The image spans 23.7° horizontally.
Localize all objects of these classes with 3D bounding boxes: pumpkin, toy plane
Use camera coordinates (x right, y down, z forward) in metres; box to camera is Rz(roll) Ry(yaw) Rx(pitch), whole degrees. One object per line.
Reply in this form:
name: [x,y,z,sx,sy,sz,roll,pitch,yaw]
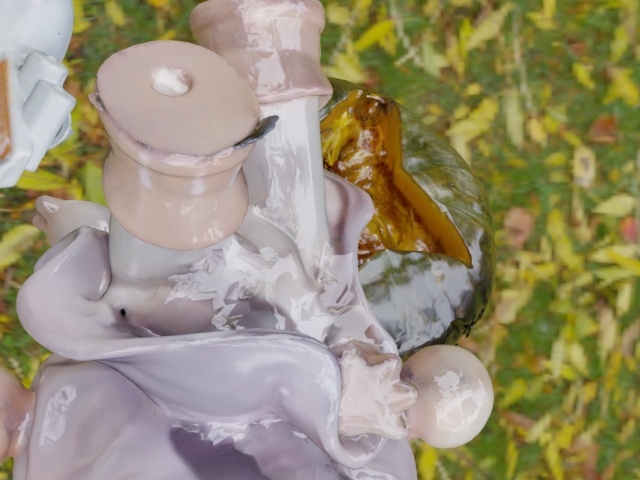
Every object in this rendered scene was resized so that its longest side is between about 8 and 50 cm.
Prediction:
pumpkin: [0.000,0.000,1.338,0.320,0.192,0.320,6,59,-9]
toy plane: [-0.268,-0.104,1.096,0.117,0.245,0.244,25,79,-45]

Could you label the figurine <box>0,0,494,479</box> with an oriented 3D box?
figurine: [-0.034,0.056,0.506,0.200,0.133,0.276,-3,123,-8]
